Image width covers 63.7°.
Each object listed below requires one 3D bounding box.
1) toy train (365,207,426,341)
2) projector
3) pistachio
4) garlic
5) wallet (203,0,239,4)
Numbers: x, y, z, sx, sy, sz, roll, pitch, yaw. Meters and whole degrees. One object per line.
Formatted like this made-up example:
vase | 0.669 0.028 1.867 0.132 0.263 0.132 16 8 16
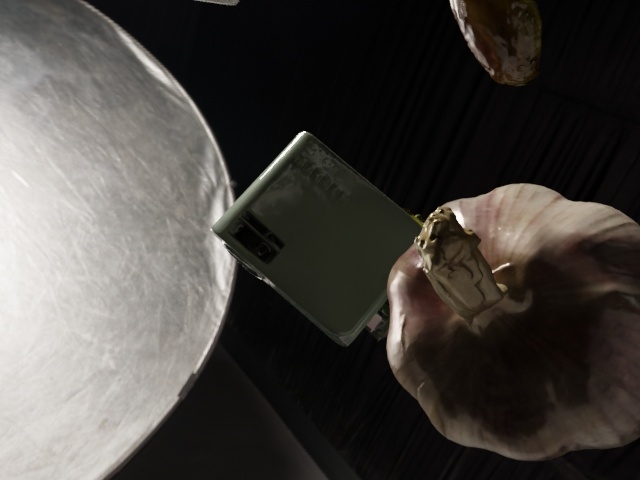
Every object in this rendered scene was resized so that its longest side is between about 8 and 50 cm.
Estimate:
toy train | 0.151 0.058 0.934 0.134 0.261 0.177 40 17 19
projector | 0.000 0.000 0.746 0.250 0.198 0.108 40 -11 3
pistachio | 0.215 -0.264 0.625 0.173 0.089 0.049 53 41 -14
garlic | 0.147 0.046 0.419 0.245 0.245 0.253 39 2 40
wallet | -0.142 -0.370 0.598 0.095 0.190 0.033 12 52 8
